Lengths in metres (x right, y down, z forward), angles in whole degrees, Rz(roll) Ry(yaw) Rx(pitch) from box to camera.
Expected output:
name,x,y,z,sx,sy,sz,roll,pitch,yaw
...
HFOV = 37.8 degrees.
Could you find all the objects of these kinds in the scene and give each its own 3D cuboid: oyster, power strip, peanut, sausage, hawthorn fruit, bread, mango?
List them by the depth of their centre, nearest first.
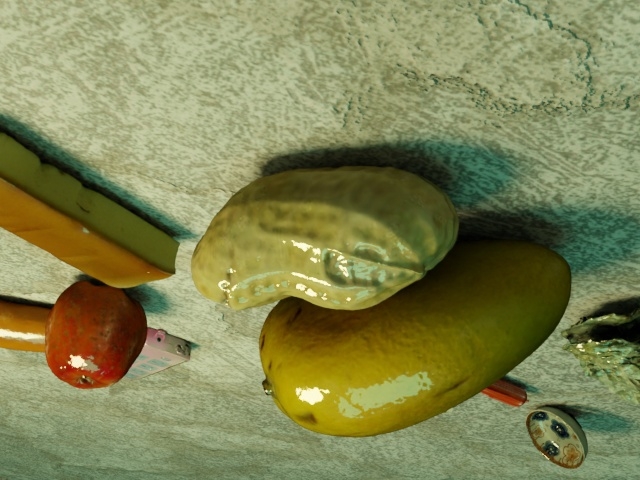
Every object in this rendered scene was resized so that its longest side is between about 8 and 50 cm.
name,x,y,z,sx,sy,sz,roll,pitch,yaw
peanut,0.000,-0.006,1.151,0.340,0.158,0.174,3,110,21
mango,0.125,0.121,1.265,0.445,0.301,0.220,-19,104,16
bread,-0.367,-0.039,1.296,0.138,0.077,0.361,-10,149,36
oyster,0.483,0.183,1.436,0.267,0.112,0.198,25,150,-36
hawthorn fruit,-0.390,0.164,1.609,0.189,0.189,0.189,7,154,4
sausage,-0.580,0.160,1.758,0.238,0.098,0.098,9,154,-4
sausage,0.343,0.282,1.762,0.145,0.048,0.050,24,112,-29
power strip,-0.366,0.235,1.900,0.109,0.037,0.279,25,150,-29

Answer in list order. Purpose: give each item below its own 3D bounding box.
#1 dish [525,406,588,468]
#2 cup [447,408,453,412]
name,x,y,z,sx,sy,sz,roll,pitch,yaw
dish,0.493,0.380,1.886,0.141,0.078,0.141,36,145,31
cup,0.207,0.287,1.786,0.099,0.074,0.102,8,168,7
